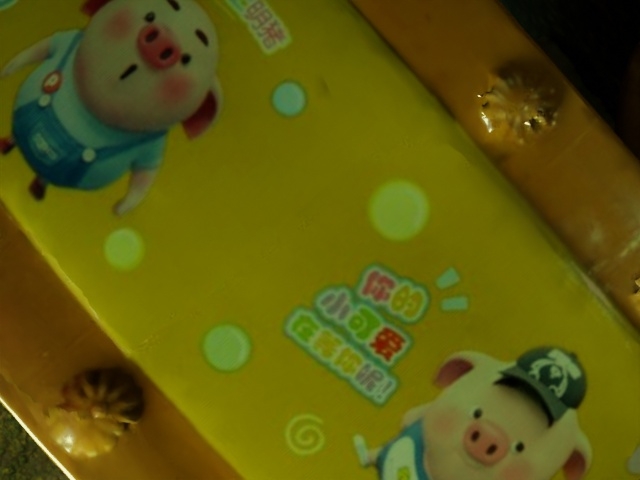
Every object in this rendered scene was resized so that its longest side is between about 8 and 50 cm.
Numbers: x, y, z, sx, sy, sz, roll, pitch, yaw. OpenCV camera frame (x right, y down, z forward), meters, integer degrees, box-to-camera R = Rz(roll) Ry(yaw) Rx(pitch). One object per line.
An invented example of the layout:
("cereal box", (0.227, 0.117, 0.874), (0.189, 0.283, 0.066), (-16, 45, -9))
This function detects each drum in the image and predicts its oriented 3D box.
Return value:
("drum", (0.000, 0.000, 0.813), (0.431, 0.214, 0.431), (47, -178, -2))

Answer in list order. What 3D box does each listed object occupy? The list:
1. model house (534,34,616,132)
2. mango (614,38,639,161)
("model house", (0.109, -0.040, 1.063), (0.100, 0.100, 0.088), (52, 166, 7))
("mango", (0.191, -0.027, 0.835), (0.105, 0.084, 0.159), (-39, 84, 34))
